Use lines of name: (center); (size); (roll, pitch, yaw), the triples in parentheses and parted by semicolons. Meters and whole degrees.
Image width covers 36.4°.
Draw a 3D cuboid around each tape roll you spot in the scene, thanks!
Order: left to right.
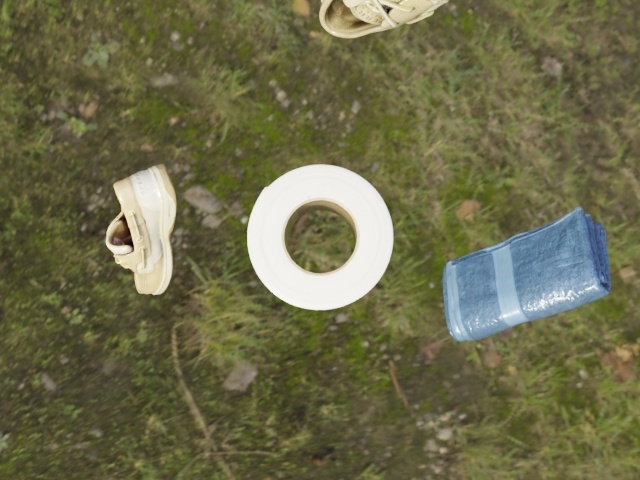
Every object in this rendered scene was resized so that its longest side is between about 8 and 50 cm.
tape roll: (0.000, 0.000, 1.686); (0.246, 0.169, 0.246); (0, 86, 0)

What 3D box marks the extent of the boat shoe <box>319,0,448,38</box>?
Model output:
boat shoe: (0.075, -0.260, 0.990); (0.109, 0.302, 0.098); (36, 84, -19)

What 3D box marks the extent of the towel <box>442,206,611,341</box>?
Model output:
towel: (0.139, 0.026, 0.674); (0.029, 0.119, 0.067); (36, 43, -41)

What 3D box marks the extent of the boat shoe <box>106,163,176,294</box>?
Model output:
boat shoe: (-0.172, -0.005, 0.913); (0.059, 0.170, 0.063); (-12, 54, -21)
